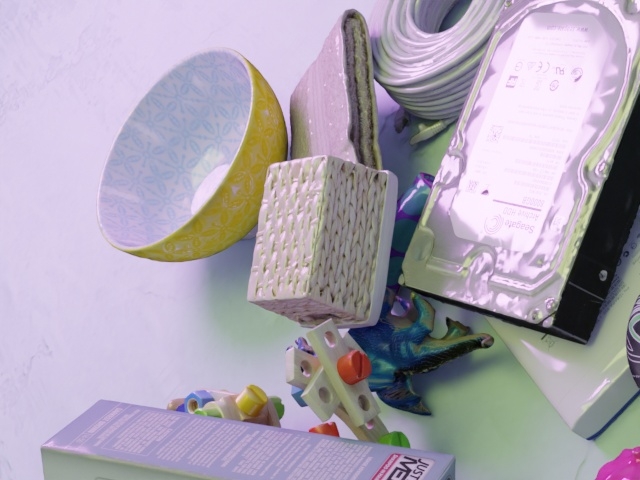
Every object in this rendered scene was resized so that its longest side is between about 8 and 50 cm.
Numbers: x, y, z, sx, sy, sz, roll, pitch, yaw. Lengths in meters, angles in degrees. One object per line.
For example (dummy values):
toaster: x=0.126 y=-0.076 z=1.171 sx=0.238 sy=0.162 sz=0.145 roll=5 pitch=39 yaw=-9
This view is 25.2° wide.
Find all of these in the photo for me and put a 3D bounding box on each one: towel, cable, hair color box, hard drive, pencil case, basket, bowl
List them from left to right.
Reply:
bowl: x=-0.133 y=-0.084 z=1.817 sx=0.289 sy=0.156 sz=0.289 roll=-28 pitch=47 yaw=34
hair color box: x=-0.066 y=0.276 z=1.329 sx=0.375 sy=0.113 sz=0.185 roll=6 pitch=111 yaw=23
basket: x=0.000 y=0.000 z=1.486 sx=0.113 sy=0.103 sz=0.167 roll=-7 pitch=69 yaw=48
towel: x=0.011 y=-0.108 z=1.679 sx=0.187 sy=0.049 sz=0.282 roll=129 pitch=143 yaw=-52
pencil case: x=0.092 y=0.000 z=1.576 sx=0.151 sy=0.070 sz=0.064 roll=-52 pitch=2 yaw=12
cable: x=0.161 y=-0.266 z=1.668 sx=0.257 sy=0.089 sz=0.257 roll=-29 pitch=45 yaw=33
hard drive: x=0.219 y=-0.085 z=1.398 sx=0.237 sy=0.064 sz=0.338 roll=17 pitch=85 yaw=55
hard drive: x=0.248 y=0.018 z=1.405 sx=0.210 sy=0.040 sz=0.318 roll=-49 pitch=38 yaw=12

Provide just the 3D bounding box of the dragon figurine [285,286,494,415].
dragon figurine: x=0.078 y=0.129 z=1.483 sx=0.289 sy=0.085 sz=0.144 roll=18 pitch=79 yaw=53

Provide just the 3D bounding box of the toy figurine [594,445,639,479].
toy figurine: x=0.275 y=0.231 z=1.124 sx=0.130 sy=0.159 sz=0.173 roll=-9 pitch=59 yaw=46

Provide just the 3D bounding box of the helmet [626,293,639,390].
helmet: x=0.331 y=0.084 z=1.177 sx=0.162 sy=0.169 sz=0.169 roll=19 pitch=79 yaw=36

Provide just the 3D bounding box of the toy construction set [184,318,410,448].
toy construction set: x=-0.024 y=0.206 z=1.456 sx=0.328 sy=0.151 sz=0.215 roll=-37 pitch=65 yaw=50

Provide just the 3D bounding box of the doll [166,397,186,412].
doll: x=-0.122 y=0.237 z=1.662 sx=0.189 sy=0.046 sz=0.129 roll=24 pitch=94 yaw=52
